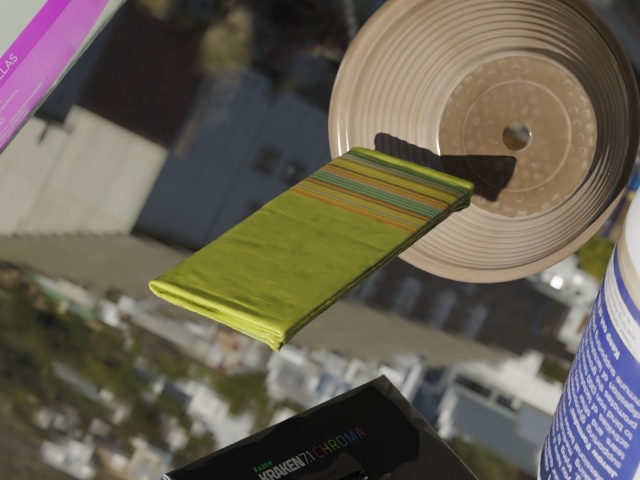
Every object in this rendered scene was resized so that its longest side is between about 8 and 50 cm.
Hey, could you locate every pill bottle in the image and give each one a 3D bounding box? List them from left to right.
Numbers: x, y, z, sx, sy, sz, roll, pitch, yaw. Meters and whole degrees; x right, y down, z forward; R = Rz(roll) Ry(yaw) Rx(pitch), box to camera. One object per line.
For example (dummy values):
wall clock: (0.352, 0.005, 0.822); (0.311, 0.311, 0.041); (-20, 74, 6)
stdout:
pill bottle: (0.192, 0.094, 0.920); (0.153, 0.265, 0.153); (8, -139, -7)

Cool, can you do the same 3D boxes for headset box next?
headset box: (-0.041, 0.248, 1.351); (0.131, 0.283, 0.246); (48, -143, 19)

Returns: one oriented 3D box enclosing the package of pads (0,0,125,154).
package of pads: (-0.297, -0.181, 1.396); (0.229, 0.296, 0.101); (46, 160, -31)

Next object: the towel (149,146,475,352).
towel: (0.000, 0.000, 1.210); (0.102, 0.021, 0.237); (19, -147, 28)

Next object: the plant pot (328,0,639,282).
plant pot: (0.129, -0.081, 1.363); (0.237, 0.237, 0.110); (26, -177, -10)
